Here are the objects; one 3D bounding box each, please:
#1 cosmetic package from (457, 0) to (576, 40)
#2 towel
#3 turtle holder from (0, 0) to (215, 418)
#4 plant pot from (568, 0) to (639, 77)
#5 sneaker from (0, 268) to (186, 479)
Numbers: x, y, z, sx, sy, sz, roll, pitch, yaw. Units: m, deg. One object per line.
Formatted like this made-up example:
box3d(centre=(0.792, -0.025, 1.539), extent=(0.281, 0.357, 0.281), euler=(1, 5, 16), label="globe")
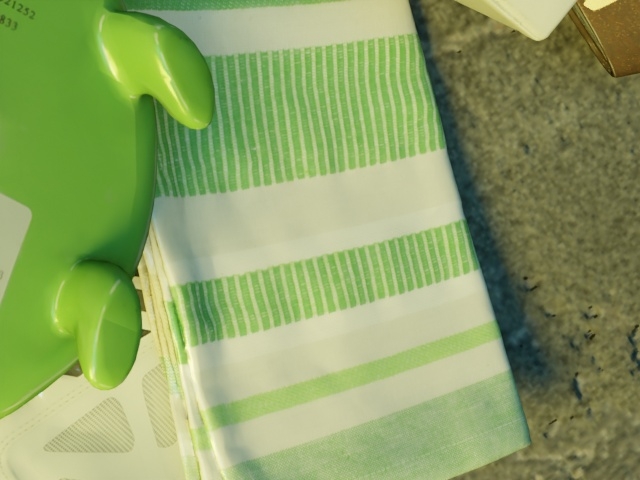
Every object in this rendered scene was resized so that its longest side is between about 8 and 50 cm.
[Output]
box3d(centre=(0.149, -0.310, 0.620), extent=(0.155, 0.197, 0.365), euler=(36, 100, -23), label="cosmetic package")
box3d(centre=(0.000, 0.000, 0.692), extent=(0.248, 0.038, 0.324), euler=(-14, 88, -36), label="towel")
box3d(centre=(-0.214, -0.070, 0.548), extent=(0.243, 0.227, 0.320), euler=(-8, 91, -46), label="turtle holder")
box3d(centre=(0.252, -0.203, 0.700), extent=(0.230, 0.215, 0.215), euler=(-32, 101, 12), label="plant pot")
box3d(centre=(-0.059, 0.163, 0.718), extent=(0.447, 0.169, 0.257), euler=(40, 80, -22), label="sneaker")
